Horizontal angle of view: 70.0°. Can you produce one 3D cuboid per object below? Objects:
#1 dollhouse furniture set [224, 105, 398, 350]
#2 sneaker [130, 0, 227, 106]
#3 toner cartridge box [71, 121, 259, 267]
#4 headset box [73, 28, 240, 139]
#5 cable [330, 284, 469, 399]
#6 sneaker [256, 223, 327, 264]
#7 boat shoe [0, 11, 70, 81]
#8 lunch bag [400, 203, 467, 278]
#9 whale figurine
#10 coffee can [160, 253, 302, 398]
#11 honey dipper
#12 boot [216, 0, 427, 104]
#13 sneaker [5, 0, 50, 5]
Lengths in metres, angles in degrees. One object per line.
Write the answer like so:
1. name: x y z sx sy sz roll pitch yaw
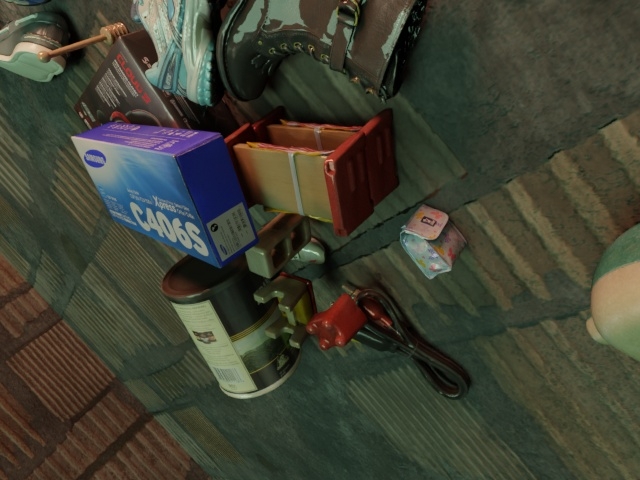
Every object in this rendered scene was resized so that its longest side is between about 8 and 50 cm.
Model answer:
1. dollhouse furniture set: 0.000 0.000 0.699 0.201 0.152 0.374 15 131 32
2. sneaker: -0.184 -0.315 0.579 0.122 0.110 0.283 10 124 0
3. toner cartridge box: -0.248 -0.084 0.695 0.348 0.075 0.165 16 131 42
4. headset box: -0.282 -0.214 0.798 0.293 0.110 0.218 -15 112 47
5. cable: 0.148 0.172 0.823 0.287 0.072 0.139 25 121 6
6. sneaker: -0.067 0.023 0.842 0.161 0.075 0.057 19 134 29
7. boat shoe: -0.609 -0.406 0.959 0.319 0.116 0.099 13 88 42
8. lunch bag: 0.153 -0.002 0.630 0.083 0.071 0.053 49 139 -3
9. whale figurine: 0.393 0.071 0.464 0.216 0.141 0.272 -9 141 46
10. coffee can: -0.177 0.160 0.958 0.201 0.201 0.275 4 126 39
11. honey dipper: -0.393 -0.327 0.757 0.030 0.160 0.030 23 135 25
12. boot: -0.005 -0.234 0.554 0.229 0.091 0.263 37 138 11
13. sneaker: -0.556 -0.539 0.723 0.147 0.130 0.330 -16 138 19
